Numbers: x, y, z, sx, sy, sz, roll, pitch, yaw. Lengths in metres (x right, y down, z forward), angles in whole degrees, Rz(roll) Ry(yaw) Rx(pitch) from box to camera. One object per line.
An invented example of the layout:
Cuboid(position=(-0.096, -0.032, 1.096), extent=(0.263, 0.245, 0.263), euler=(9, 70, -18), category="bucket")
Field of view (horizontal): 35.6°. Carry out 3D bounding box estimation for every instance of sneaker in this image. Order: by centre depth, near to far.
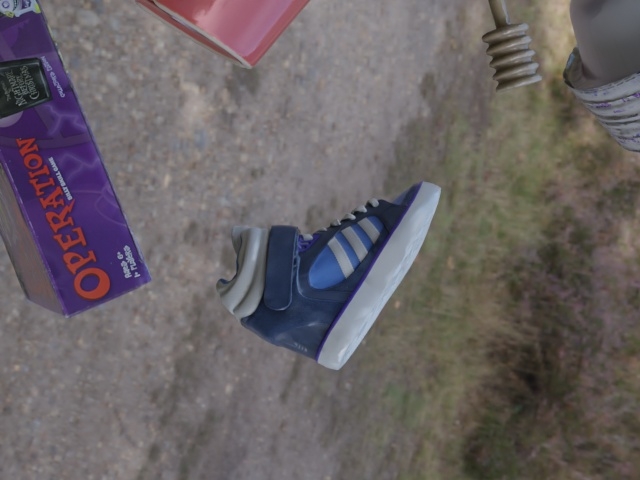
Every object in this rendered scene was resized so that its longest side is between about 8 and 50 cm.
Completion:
Cuboid(position=(0.000, 0.001, 1.374), extent=(0.323, 0.236, 0.130), euler=(-56, 167, -24), category="sneaker")

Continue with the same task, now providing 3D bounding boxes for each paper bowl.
Cuboid(position=(0.344, -0.225, 0.904), extent=(0.148, 0.284, 0.284), euler=(44, 52, -13), category="paper bowl")

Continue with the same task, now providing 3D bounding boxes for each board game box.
Cuboid(position=(-0.183, -0.062, 0.585), extent=(0.056, 0.347, 0.208), euler=(-27, 96, -18), category="board game box")

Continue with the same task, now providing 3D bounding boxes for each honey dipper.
Cuboid(position=(0.103, -0.172, 0.611), extent=(0.030, 0.030, 0.160), euler=(-22, 99, -58), category="honey dipper")

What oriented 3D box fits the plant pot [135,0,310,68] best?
Cuboid(position=(-0.097, -0.341, 1.101), extent=(0.243, 0.275, 0.275), euler=(-60, 152, 2), category="plant pot")
